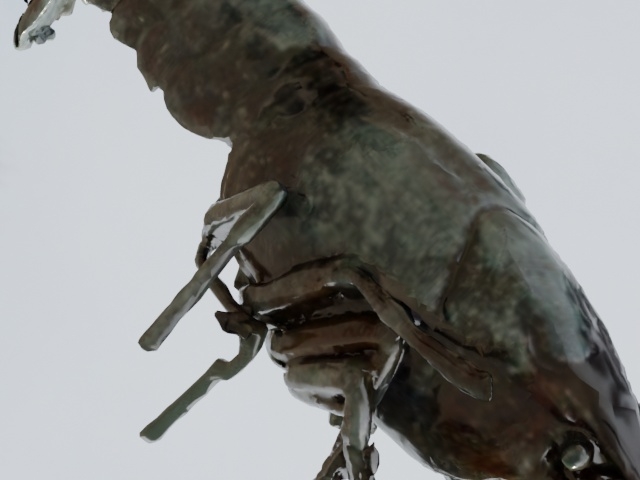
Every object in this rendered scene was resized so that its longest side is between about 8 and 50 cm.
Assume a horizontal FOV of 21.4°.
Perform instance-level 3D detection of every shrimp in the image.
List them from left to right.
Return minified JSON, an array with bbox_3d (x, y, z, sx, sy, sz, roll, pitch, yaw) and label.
[{"bbox_3d":[0.003,0.000,0.702,0.410,0.221,0.166,58,-43,15],"label":"shrimp"}]
